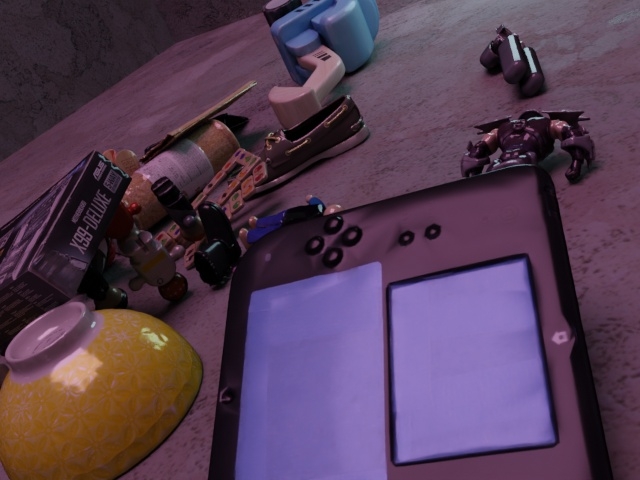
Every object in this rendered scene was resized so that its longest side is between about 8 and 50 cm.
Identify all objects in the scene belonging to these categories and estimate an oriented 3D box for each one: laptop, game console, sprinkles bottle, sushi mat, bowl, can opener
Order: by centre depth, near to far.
[{"bbox_3d":[0.059,0.120,0.672,0.341,0.060,0.387,-17,50,24],"label":"game console"},{"bbox_3d":[-0.315,0.175,0.993,0.289,0.156,0.289,-22,25,11],"label":"bowl"},{"bbox_3d":[0.352,-0.327,1.419,0.095,0.076,0.283,-52,12,30],"label":"can opener"},{"bbox_3d":[-0.329,-0.122,1.620,0.355,0.121,0.121,-42,28,-29],"label":"sprinkles bottle"},{"bbox_3d":[-0.274,-0.273,1.726,0.151,0.019,0.316,-28,13,44],"label":"sushi mat"},{"bbox_3d":[-0.305,-0.213,1.904,0.234,0.137,0.264,-20,0,15],"label":"laptop"}]

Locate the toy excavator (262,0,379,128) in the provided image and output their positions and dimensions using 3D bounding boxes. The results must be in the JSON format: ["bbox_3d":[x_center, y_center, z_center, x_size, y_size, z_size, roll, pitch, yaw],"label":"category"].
[{"bbox_3d":[0.004,-0.476,1.900,0.432,0.222,0.445,-34,34,-11],"label":"toy excavator"}]

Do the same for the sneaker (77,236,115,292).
[{"bbox_3d":[-0.438,-0.001,1.405,0.097,0.276,0.135,21,51,-1],"label":"sneaker"}]

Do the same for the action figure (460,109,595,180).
[{"bbox_3d":[0.261,-0.099,1.021,0.185,0.099,0.285,-16,22,39],"label":"action figure"}]

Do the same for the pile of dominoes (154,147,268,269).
[{"bbox_3d":[-0.206,-0.073,1.411,0.251,0.040,0.196,-51,29,-6],"label":"pile of dominoes"}]

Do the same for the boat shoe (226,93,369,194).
[{"bbox_3d":[-0.057,-0.184,1.501,0.304,0.091,0.109,-27,25,1],"label":"boat shoe"}]

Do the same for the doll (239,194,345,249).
[{"bbox_3d":[-0.040,-0.032,1.244,0.188,0.046,0.129,-10,31,34],"label":"doll"}]

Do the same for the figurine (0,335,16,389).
[{"bbox_3d":[-0.517,0.203,1.244,0.209,0.092,0.215,-11,29,48],"label":"figurine"}]

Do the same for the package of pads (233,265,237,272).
[{"bbox_3d":[-0.090,0.040,1.173,0.083,0.032,0.050,-32,28,-10],"label":"package of pads"}]

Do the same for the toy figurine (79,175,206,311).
[{"bbox_3d":[-0.303,0.015,1.278,0.209,0.148,0.213,-11,43,20],"label":"toy figurine"}]

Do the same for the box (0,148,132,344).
[{"bbox_3d":[-0.437,0.029,1.155,0.307,0.076,0.243,-28,34,37],"label":"box"}]

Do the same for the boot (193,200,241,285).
[{"bbox_3d":[-0.177,0.007,1.226,0.045,0.121,0.099,-17,20,27],"label":"boot"}]

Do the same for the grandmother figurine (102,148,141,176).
[{"bbox_3d":[-0.525,-0.116,1.758,0.207,0.104,0.342,-23,2,-39],"label":"grandmother figurine"}]
